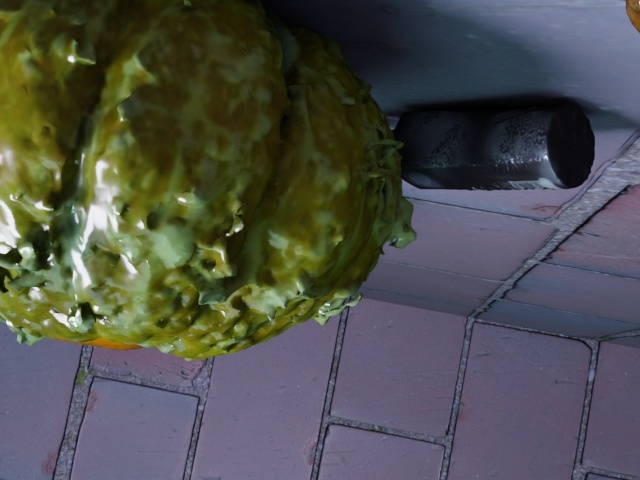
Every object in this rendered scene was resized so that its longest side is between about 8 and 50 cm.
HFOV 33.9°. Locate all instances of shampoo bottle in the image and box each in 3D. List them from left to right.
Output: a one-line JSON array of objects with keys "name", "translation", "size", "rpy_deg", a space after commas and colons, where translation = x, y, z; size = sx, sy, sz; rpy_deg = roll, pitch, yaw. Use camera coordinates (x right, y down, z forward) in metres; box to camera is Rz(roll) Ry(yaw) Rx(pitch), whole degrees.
[{"name": "shampoo bottle", "translation": [0.096, -0.063, 0.758], "size": [0.057, 0.063, 0.207], "rpy_deg": [30, 163, -37]}]

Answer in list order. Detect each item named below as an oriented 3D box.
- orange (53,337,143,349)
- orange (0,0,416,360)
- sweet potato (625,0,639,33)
[{"name": "orange", "translation": [-0.198, -0.006, 1.032], "size": [0.284, 0.226, 0.284], "rpy_deg": [4, 175, 0]}, {"name": "orange", "translation": [-0.100, -0.036, 0.642], "size": [0.301, 0.223, 0.300], "rpy_deg": [15, 178, -36]}, {"name": "sweet potato", "translation": [0.181, -0.092, 0.478], "size": [0.044, 0.044, 0.179], "rpy_deg": [6, 178, 38]}]
